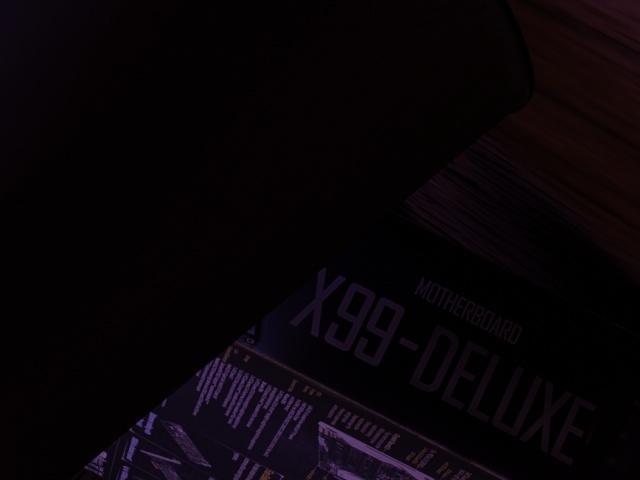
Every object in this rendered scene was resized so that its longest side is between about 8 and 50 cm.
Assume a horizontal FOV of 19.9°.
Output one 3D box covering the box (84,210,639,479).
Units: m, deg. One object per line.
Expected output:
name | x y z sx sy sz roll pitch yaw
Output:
box | 0.016 0.084 0.778 0.242 0.076 0.307 27 158 1

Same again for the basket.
basket | -0.076 -0.028 0.543 0.154 0.227 0.204 36 169 46
